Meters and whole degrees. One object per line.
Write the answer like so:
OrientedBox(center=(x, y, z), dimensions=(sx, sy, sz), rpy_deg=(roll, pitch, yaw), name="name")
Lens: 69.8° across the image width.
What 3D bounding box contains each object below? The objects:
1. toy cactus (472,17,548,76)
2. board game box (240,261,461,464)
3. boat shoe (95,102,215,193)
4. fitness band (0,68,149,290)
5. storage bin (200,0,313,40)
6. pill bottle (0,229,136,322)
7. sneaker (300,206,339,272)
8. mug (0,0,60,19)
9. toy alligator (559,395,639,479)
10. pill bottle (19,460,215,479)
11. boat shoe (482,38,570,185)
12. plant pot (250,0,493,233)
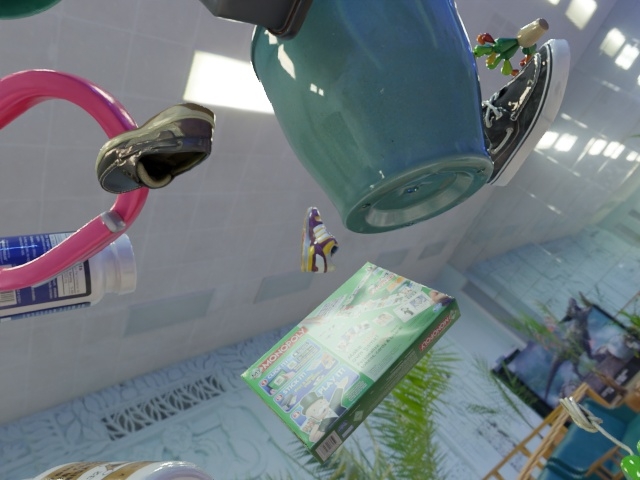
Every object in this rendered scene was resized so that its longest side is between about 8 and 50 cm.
OrientedBox(center=(0.501, -0.506, 1.178), dimensions=(0.219, 0.112, 0.180), rpy_deg=(4, -14, -23), name="toy cactus")
OrientedBox(center=(0.047, 0.175, 0.759), dimensions=(0.317, 0.214, 0.046), rpy_deg=(-40, -57, -20), name="board game box")
OrientedBox(center=(-0.157, -0.073, 0.420), dimensions=(0.152, 0.049, 0.056), rpy_deg=(-23, -27, 33), name="boat shoe")
OrientedBox(center=(-0.337, -0.063, 0.527), dimensions=(0.291, 0.208, 0.054), rpy_deg=(-30, 7, 11), name="fitness band")
OrientedBox(center=(-0.077, -0.255, 0.407), dimensions=(0.091, 0.135, 0.098), rpy_deg=(-24, -23, -47), name="storage bin")
OrientedBox(center=(-0.500, 0.060, 0.865), dimensions=(0.265, 0.153, 0.153), rpy_deg=(-7, -46, -35), name="pill bottle")
OrientedBox(center=(0.000, 0.000, 1.058), dimensions=(0.084, 0.185, 0.069), rpy_deg=(6, -39, -4), name="sneaker")
OrientedBox(center=(-0.316, -0.280, 0.414), dimensions=(0.158, 0.097, 0.129), rpy_deg=(-32, -5, -11), name="mug")
OrientedBox(center=(0.210, 0.140, 0.242), dimensions=(0.051, 0.189, 0.056), rpy_deg=(-33, -63, 4), name="toy alligator")
OrientedBox(center=(-0.205, 0.265, 0.401), dimensions=(0.230, 0.131, 0.131), rpy_deg=(-16, -15, 28), name="pill bottle")
OrientedBox(center=(0.320, -0.209, 0.798), dimensions=(0.301, 0.102, 0.108), rpy_deg=(96, 180, -60), name="boat shoe")
OrientedBox(center=(0.078, -0.156, 0.570), dimensions=(0.272, 0.255, 0.271), rpy_deg=(-17, -18, -6), name="plant pot")
